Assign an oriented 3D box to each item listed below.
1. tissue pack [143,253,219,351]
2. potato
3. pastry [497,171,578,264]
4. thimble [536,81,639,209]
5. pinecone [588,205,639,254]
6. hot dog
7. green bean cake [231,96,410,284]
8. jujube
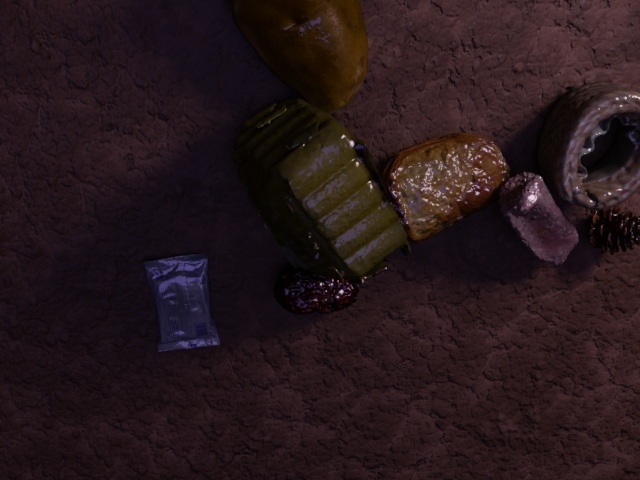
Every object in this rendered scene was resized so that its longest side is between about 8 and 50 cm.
[{"bbox_3d":[-0.268,0.122,1.719,0.123,0.026,0.193,-7,107,-4],"label":"tissue pack"},{"bbox_3d":[-0.037,-0.392,1.529,0.195,0.176,0.369,-38,112,-22],"label":"potato"},{"bbox_3d":[0.398,-0.047,1.657,0.103,0.112,0.265,-41,143,3],"label":"pastry"},{"bbox_3d":[0.519,-0.178,1.650,0.196,0.148,0.229,16,106,-12],"label":"thimble"},{"bbox_3d":[0.578,-0.023,1.723,0.109,0.102,0.102,-9,110,28],"label":"pinecone"},{"bbox_3d":[0.224,-0.103,1.660,0.259,0.114,0.175,-23,103,-18],"label":"hot dog"},{"bbox_3d":[-0.021,-0.074,1.567,0.202,0.285,0.310,-37,118,-9],"label":"green bean cake"},{"bbox_3d":[-0.010,0.099,1.704,0.166,0.104,0.104,13,105,-20],"label":"jujube"}]
